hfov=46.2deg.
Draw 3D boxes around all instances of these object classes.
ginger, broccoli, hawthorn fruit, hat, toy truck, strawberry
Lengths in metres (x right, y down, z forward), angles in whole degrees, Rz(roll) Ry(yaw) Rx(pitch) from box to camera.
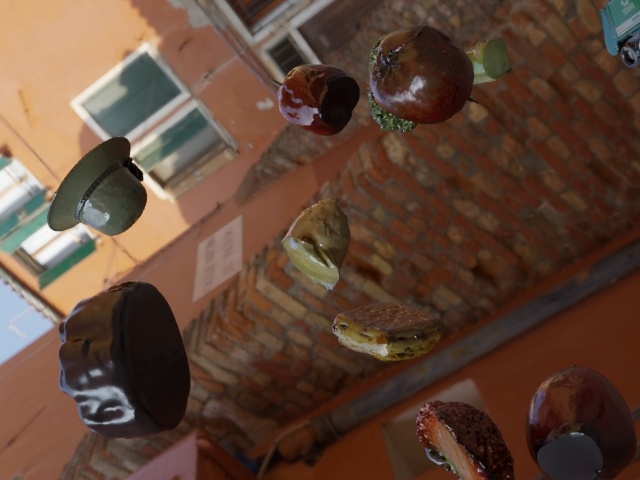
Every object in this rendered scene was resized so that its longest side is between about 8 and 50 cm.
[{"bbox_3d":[-0.002,0.003,1.256,0.115,0.122,0.193,29,164,-4],"label":"ginger"},{"bbox_3d":[0.244,-0.359,1.649,0.361,0.252,0.221,180,90,-77],"label":"broccoli"},{"bbox_3d":[0.201,-0.282,1.361,0.235,0.181,0.181,21,-152,-33],"label":"hawthorn fruit"},{"bbox_3d":[-0.026,-0.371,1.944,0.251,0.189,0.189,16,177,18],"label":"hawthorn fruit"},{"bbox_3d":[-0.454,-0.085,1.624,0.130,0.257,0.257,38,-171,4],"label":"hat"},{"bbox_3d":[0.536,-0.358,1.169,0.124,0.114,0.253,62,172,3],"label":"toy truck"},{"bbox_3d":[0.304,0.393,1.468,0.233,0.138,0.306,42,162,25],"label":"strawberry"},{"bbox_3d":[0.487,0.344,1.432,0.215,0.215,0.249,48,-148,-38],"label":"hawthorn fruit"}]

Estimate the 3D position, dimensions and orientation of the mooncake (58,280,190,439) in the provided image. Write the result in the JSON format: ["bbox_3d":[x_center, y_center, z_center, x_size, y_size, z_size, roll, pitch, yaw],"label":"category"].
[{"bbox_3d":[-0.346,0.217,1.336,0.283,0.141,0.283,-15,-90,-76],"label":"mooncake"}]

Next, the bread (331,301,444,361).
[{"bbox_3d":[0.171,0.231,1.873,0.235,0.099,0.210,-8,-164,-41],"label":"bread"}]
